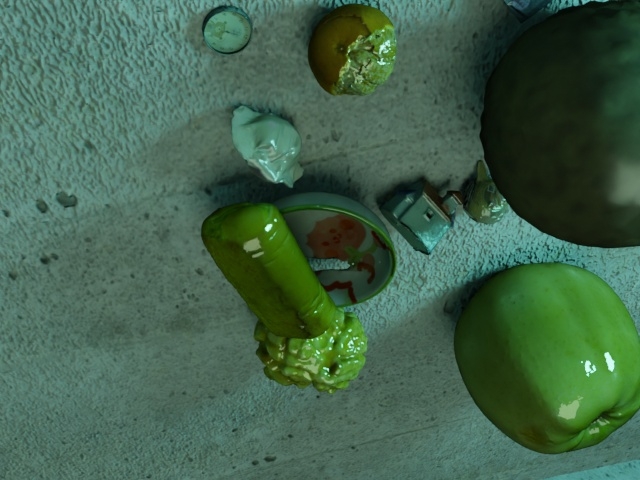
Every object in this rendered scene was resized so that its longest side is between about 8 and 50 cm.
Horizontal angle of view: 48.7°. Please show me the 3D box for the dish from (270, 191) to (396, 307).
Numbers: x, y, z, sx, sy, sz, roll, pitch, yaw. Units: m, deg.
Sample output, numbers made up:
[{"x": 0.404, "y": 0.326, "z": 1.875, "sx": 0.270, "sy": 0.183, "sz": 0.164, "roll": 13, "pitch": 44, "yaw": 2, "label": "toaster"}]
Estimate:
[{"x": 0.000, "y": 0.000, "z": 1.485, "sx": 0.324, "sy": 0.124, "sz": 0.324, "roll": 4, "pitch": 139, "yaw": 3, "label": "dish"}]

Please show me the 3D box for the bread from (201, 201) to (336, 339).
[{"x": -0.098, "y": 0.079, "z": 1.407, "sx": 0.166, "sy": 0.112, "sz": 0.383, "roll": -11, "pitch": 137, "yaw": 18, "label": "bread"}]

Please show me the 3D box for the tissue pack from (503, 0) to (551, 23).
[{"x": 0.366, "y": -0.453, "z": 1.176, "sx": 0.156, "sy": 0.051, "sz": 0.112, "roll": -37, "pitch": 131, "yaw": 23, "label": "tissue pack"}]

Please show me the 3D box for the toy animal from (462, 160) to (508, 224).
[{"x": 0.346, "y": -0.099, "z": 1.527, "sx": 0.098, "sy": 0.137, "sz": 0.098, "roll": -19, "pitch": 179, "yaw": 0, "label": "toy animal"}]

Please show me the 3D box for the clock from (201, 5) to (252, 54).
[{"x": -0.153, "y": -0.346, "z": 1.171, "sx": 0.085, "sy": 0.017, "sz": 0.085, "roll": -8, "pitch": 136, "yaw": -8, "label": "clock"}]

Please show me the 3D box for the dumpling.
[{"x": -0.092, "y": -0.164, "z": 1.294, "sx": 0.108, "sy": 0.127, "sz": 0.188, "roll": -29, "pitch": 129, "yaw": 24, "label": "dumpling"}]

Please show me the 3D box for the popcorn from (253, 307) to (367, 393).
[{"x": -0.022, "y": 0.243, "z": 1.672, "sx": 0.257, "sy": 0.224, "sz": 0.270, "roll": 0, "pitch": 159, "yaw": 22, "label": "popcorn"}]

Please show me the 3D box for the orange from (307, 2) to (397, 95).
[{"x": 0.057, "y": -0.314, "z": 1.175, "sx": 0.156, "sy": 0.134, "sz": 0.157, "roll": 8, "pitch": 110, "yaw": 23, "label": "orange"}]

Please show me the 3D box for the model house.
[{"x": 0.226, "y": -0.067, "z": 1.513, "sx": 0.148, "sy": 0.119, "sz": 0.148, "roll": -44, "pitch": 110, "yaw": -3, "label": "model house"}]

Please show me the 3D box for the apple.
[{"x": 0.562, "y": 0.288, "z": 1.736, "sx": 0.473, "sy": 0.474, "sz": 0.474, "roll": -8, "pitch": 136, "yaw": -7, "label": "apple"}]

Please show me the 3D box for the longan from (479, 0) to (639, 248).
[{"x": 0.488, "y": -0.183, "z": 1.218, "sx": 0.404, "sy": 0.436, "sz": 0.404, "roll": -39, "pitch": 174, "yaw": -5, "label": "longan"}]
